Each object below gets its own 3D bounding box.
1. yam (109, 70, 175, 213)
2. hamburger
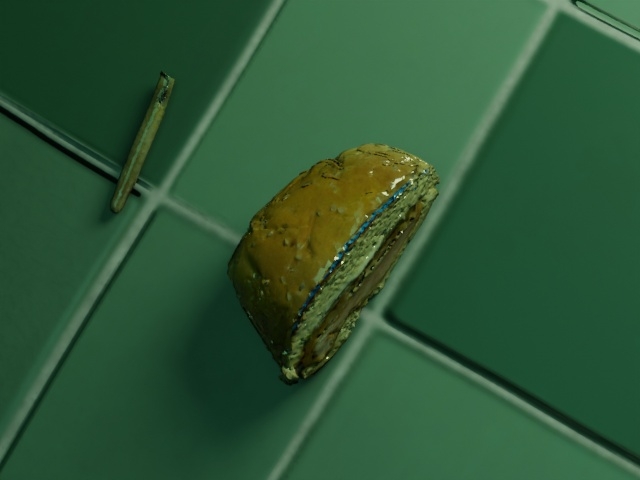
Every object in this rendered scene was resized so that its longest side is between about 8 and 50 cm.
[{"bbox_3d":[-0.128,-0.069,1.384,0.014,0.014,0.107,20,85,16],"label":"yam"},{"bbox_3d":[-0.007,0.001,1.303,0.102,0.087,0.176,33,91,16],"label":"hamburger"}]
